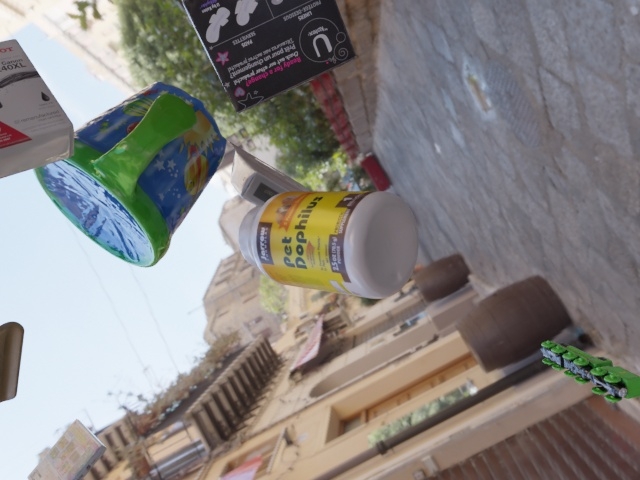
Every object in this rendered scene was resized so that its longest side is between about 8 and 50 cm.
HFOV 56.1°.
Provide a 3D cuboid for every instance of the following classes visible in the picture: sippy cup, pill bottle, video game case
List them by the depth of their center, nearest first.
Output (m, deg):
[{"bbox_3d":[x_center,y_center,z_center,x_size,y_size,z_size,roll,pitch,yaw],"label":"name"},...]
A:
[{"bbox_3d":[0.000,0.000,0.710,0.214,0.117,0.117,4,136,45],"label":"pill bottle"},{"bbox_3d":[-0.272,-0.116,0.926,0.305,0.224,0.240,12,143,37],"label":"sippy cup"},{"bbox_3d":[-0.502,0.440,1.184,0.157,0.143,0.019,9,145,51],"label":"video game case"}]

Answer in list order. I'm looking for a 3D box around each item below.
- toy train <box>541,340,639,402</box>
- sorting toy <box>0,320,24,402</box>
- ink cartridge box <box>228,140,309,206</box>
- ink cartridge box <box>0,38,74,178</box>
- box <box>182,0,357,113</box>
[{"bbox_3d":[0.171,0.081,0.385,0.083,0.023,0.017,-144,46,-77],"label":"toy train"},{"bbox_3d":[-0.594,0.215,0.971,0.041,0.307,0.229,34,-146,15],"label":"sorting toy"},{"bbox_3d":[-0.080,-0.089,1.089,0.189,0.066,0.232,29,-175,-28],"label":"ink cartridge box"},{"bbox_3d":[-0.376,-0.155,0.703,0.150,0.109,0.063,53,145,14],"label":"ink cartridge box"},{"bbox_3d":[-0.069,-0.276,0.772,0.247,0.163,0.142,-109,-6,-67],"label":"box"}]
